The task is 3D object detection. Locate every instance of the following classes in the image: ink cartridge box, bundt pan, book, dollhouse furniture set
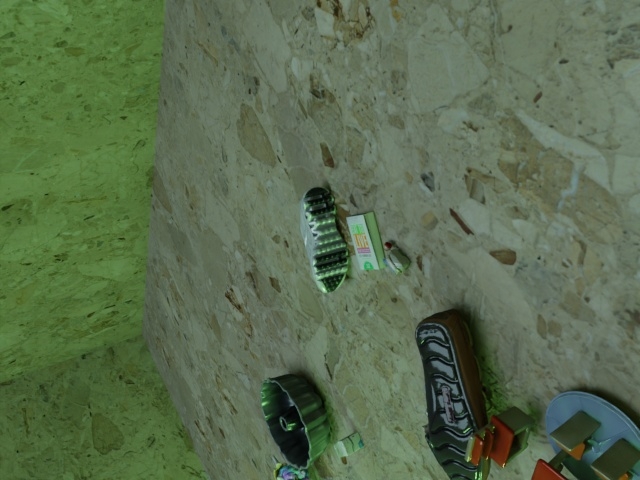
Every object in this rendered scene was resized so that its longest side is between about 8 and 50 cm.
[{"bbox_3d":[0.088,0.638,1.695,0.028,0.083,0.048,-42,69,56],"label":"ink cartridge box"},{"bbox_3d":[-0.080,0.616,1.905,0.331,0.124,0.330,29,128,47],"label":"bundt pan"},{"bbox_3d":[0.117,0.003,1.404,0.096,0.035,0.144,-7,100,62],"label":"book"},{"bbox_3d":[0.411,0.438,0.997,0.259,0.135,0.262,35,134,45],"label":"dollhouse furniture set"}]

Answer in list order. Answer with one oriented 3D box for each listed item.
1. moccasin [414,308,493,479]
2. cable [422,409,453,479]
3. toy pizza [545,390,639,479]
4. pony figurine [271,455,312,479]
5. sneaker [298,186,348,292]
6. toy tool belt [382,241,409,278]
[{"bbox_3d":[0.301,0.343,1.194,0.139,0.147,0.380,-18,85,42],"label":"moccasin"},{"bbox_3d":[0.328,0.537,1.289,0.287,0.072,0.139,59,174,7],"label":"cable"},{"bbox_3d":[0.501,0.364,0.982,0.201,0.032,0.201,33,132,46],"label":"toy pizza"},{"bbox_3d":[-0.086,0.977,1.985,0.351,0.303,0.363,57,162,29],"label":"pony figurine"},{"bbox_3d":[0.000,0.000,1.523,0.118,0.110,0.292,166,95,-66],"label":"sneaker"},{"bbox_3d":[0.173,0.049,1.317,0.083,0.052,0.051,52,134,31],"label":"toy tool belt"}]
